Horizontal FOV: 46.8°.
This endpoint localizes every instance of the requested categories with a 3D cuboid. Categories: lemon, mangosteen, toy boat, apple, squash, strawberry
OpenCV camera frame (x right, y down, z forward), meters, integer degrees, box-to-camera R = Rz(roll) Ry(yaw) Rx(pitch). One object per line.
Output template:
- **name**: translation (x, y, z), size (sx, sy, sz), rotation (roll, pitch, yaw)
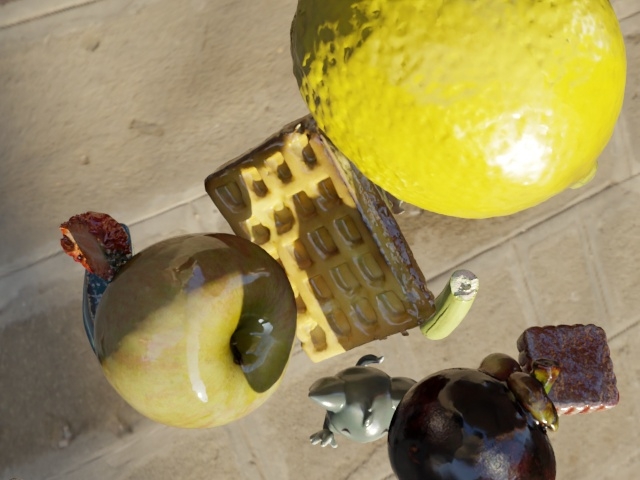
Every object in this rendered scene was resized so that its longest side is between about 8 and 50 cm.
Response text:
- **lemon**: translation (0.107, -0.154, 0.624), size (0.320, 0.245, 0.245), rotation (40, 77, 1)
- **mangosteen**: translation (0.216, 0.254, 0.965), size (0.265, 0.228, 0.228), rotation (-45, 110, 1)
- **toy boat**: translation (-0.387, 0.090, 1.354), size (0.096, 0.062, 0.299), rotation (2, 49, -13)
- **apple**: translation (-0.162, 0.108, 0.948), size (0.257, 0.234, 0.257), rotation (-12, 108, -41)
- **squash**: translation (0.273, 0.148, 1.607), size (0.083, 0.250, 0.083), rotation (4, 61, -8)
- **strawberry**: translation (-0.308, 0.002, 1.020), size (0.048, 0.152, 0.104), rotation (-32, 128, -35)

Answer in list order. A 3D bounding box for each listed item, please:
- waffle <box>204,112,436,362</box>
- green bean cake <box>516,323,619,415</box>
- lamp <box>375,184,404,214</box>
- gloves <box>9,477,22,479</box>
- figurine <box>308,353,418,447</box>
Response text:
- **waffle**: translation (0.000, 0.000, 1.046), size (0.328, 0.224, 0.098), rotation (60, 33, -9)
- **green bean cake**: translation (0.375, 0.198, 1.132), size (0.135, 0.056, 0.136), rotation (-1, 66, -5)
- **lamp**: translation (0.044, -0.050, 1.478), size (0.284, 0.250, 0.250), rotation (-17, 100, -19)
- **gloves**: translation (-0.663, 0.539, 1.616), size (0.037, 0.081, 0.044), rotation (36, 85, -24)
- **figurine**: translation (0.081, 0.259, 1.212), size (0.193, 0.265, 0.140), rotation (6, 101, 4)
